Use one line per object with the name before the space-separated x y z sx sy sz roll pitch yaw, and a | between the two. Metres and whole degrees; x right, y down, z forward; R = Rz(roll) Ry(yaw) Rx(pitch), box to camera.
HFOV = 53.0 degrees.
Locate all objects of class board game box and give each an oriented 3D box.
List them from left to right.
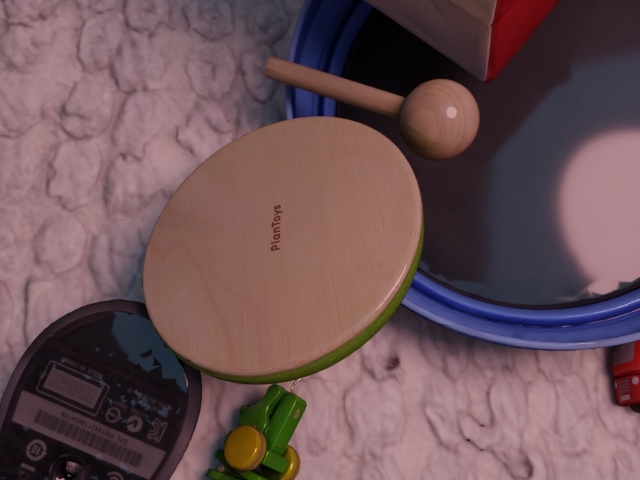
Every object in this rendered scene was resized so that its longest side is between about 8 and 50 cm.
board game box | 0.205 -0.096 0.558 0.165 0.042 0.243 -31 77 0

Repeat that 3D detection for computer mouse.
computer mouse | -0.174 0.165 0.417 0.188 0.072 0.272 29 80 0

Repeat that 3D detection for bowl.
bowl | 0.169 -0.112 0.501 0.390 0.077 0.392 -2 80 9

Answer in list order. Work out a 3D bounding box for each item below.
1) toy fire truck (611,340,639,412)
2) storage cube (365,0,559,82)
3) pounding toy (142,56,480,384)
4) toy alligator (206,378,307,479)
toy fire truck | 0.336 0.076 0.540 0.191 0.047 0.135 4 69 -7
storage cube | 0.100 -0.253 0.404 0.215 0.183 0.193 40 90 13
pounding toy | 0.000 0.000 0.437 0.182 0.110 0.237 14 64 30
toy alligator | -0.046 0.142 0.453 0.051 0.056 0.190 5 62 36
